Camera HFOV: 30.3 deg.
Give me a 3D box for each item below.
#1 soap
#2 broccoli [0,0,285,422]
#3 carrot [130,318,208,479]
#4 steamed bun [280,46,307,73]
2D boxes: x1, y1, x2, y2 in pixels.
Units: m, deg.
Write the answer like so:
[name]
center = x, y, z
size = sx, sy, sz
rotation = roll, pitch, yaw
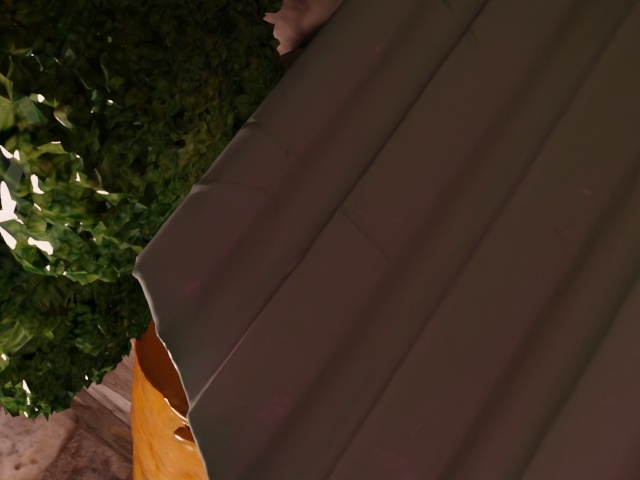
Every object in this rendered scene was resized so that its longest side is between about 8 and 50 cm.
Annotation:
[soap]
center = 0.063, -0.005, 0.415
size = 0.173, 0.289, 0.095
rotation = 27, 155, 19
[broccoli]
center = -0.170, -0.122, 0.522
size = 0.310, 0.321, 0.413
rotation = 1, 144, 9
[carrot]
center = -0.052, 0.170, 1.014
size = 0.224, 0.224, 0.340
rotation = 27, 143, 20
[steamed bun]
center = 0.000, 0.000, 0.710
size = 0.164, 0.146, 0.241
rotation = 24, 156, 15
